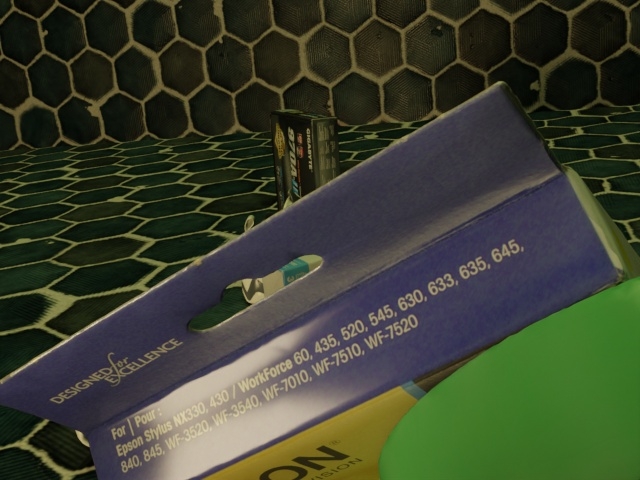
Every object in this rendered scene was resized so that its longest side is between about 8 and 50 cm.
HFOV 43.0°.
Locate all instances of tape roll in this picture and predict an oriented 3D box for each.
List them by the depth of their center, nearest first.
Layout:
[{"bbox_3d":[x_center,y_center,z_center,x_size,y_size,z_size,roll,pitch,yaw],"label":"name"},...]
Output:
[{"bbox_3d":[0.193,0.115,0.423,0.321,0.321,0.077,-9,56,-8],"label":"tape roll"}]

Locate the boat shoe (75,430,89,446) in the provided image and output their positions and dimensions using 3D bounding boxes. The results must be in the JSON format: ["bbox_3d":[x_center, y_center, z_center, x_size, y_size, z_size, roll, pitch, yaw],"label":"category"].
[{"bbox_3d":[-0.102,0.146,0.794,0.277,0.098,0.096,-18,18,-7],"label":"boat shoe"}]

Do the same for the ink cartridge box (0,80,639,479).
[{"bbox_3d":[0.037,0.089,0.451,0.303,0.072,0.307,-30,-35,22],"label":"ink cartridge box"}]

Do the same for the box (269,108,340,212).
[{"bbox_3d":[-0.025,-0.112,1.410,0.051,0.220,0.175,-11,18,-25],"label":"box"}]

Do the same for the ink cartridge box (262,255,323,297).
[{"bbox_3d":[0.022,0.057,1.020,0.181,0.104,0.061,-16,19,-30],"label":"ink cartridge box"}]

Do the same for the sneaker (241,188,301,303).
[{"bbox_3d":[0.000,0.000,1.138,0.234,0.153,0.094,-4,17,7],"label":"sneaker"}]
